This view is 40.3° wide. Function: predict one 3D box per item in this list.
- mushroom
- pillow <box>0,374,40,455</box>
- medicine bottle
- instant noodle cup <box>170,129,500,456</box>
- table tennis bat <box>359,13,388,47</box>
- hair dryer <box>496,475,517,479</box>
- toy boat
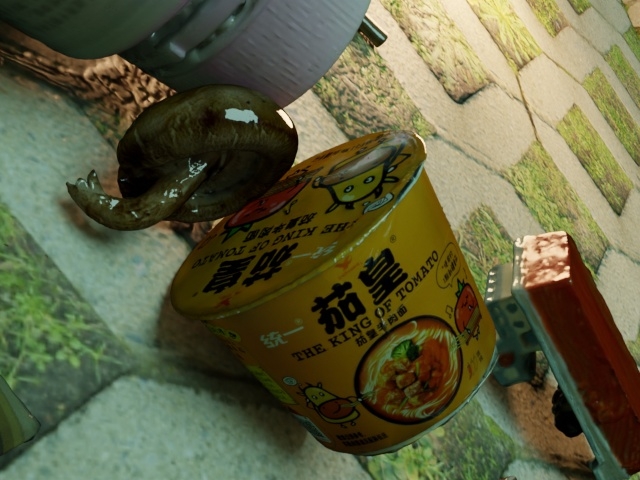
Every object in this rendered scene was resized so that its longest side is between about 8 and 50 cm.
[{"bbox_3d":[-0.101,-0.058,0.639,0.170,0.135,0.080,-21,64,-27],"label":"mushroom"},{"bbox_3d":[-0.259,0.051,0.404,0.208,0.052,0.212,60,35,-2],"label":"pillow"},{"bbox_3d":[-0.134,-0.249,0.626,0.325,0.256,0.256,30,42,-39],"label":"medicine bottle"},{"bbox_3d":[0.022,0.044,0.656,0.172,0.216,0.216,56,32,-21],"label":"instant noodle cup"},{"bbox_3d":[-0.002,-0.328,1.086,0.234,0.022,0.131,41,36,-22],"label":"table tennis bat"},{"bbox_3d":[0.214,0.284,0.840,0.255,0.070,0.128,6,60,-56],"label":"hair dryer"},{"bbox_3d":[0.277,0.156,0.977,0.332,0.133,0.145,57,26,-22],"label":"toy boat"}]
